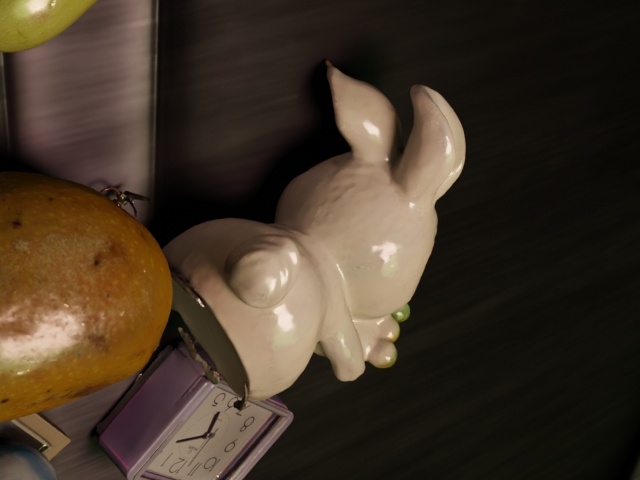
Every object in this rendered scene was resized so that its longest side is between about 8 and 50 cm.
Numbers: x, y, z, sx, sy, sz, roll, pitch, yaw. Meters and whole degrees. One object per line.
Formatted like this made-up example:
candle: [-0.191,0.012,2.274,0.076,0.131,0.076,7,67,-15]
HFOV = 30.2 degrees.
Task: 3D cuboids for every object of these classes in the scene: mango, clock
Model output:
mango: [-0.266,0.047,0.885,0.330,0.176,0.175,-11,140,-41]
clock: [-0.133,0.201,1.276,0.144,0.073,0.193,-50,146,3]

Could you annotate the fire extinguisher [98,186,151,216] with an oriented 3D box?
fire extinguisher: [-0.227,0.004,1.016,0.173,0.035,0.049,-41,108,-9]

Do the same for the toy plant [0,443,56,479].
toy plant: [-0.304,0.292,1.017,0.247,0.247,0.332,-51,148,5]

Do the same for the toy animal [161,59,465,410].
toy animal: [-0.001,0.002,1.122,0.310,0.183,0.247,-34,144,-20]

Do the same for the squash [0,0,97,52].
squash: [-0.147,-0.215,0.829,0.250,0.083,0.083,-37,145,-16]

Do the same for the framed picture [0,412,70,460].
framed picture: [-0.384,0.193,1.039,0.240,0.020,0.324,-41,146,-9]
